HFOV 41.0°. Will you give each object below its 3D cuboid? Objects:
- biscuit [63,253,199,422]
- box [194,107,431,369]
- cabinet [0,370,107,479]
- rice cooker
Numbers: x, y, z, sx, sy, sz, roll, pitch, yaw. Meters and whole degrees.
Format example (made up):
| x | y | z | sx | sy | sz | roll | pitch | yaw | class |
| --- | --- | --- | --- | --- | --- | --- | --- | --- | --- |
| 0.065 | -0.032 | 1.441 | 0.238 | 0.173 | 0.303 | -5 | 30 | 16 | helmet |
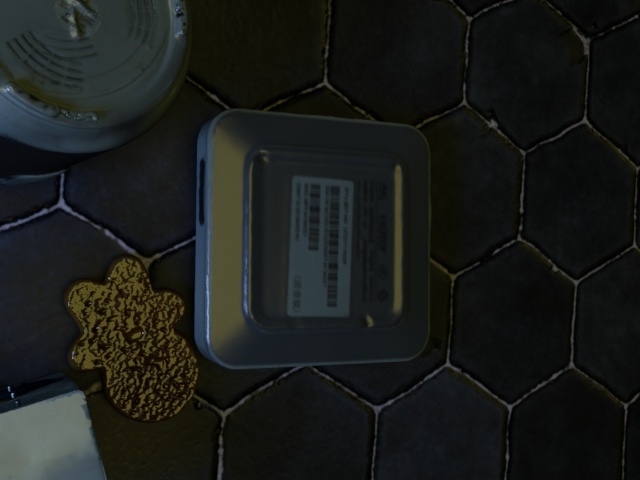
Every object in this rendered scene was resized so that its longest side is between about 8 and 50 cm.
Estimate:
| x | y | z | sx | sy | sz | roll | pitch | yaw | class |
| --- | --- | --- | --- | --- | --- | --- | --- | --- | --- |
| -0.259 | 0.143 | 1.192 | 0.179 | 0.039 | 0.236 | -29 | 100 | -25 | biscuit |
| 0.000 | 0.000 | 1.274 | 0.372 | 0.090 | 0.368 | 1 | 89 | -26 | box |
| -0.361 | 0.255 | 1.054 | 0.145 | 0.206 | 0.150 | -16 | 96 | -23 | cabinet |
| -0.351 | -0.239 | 1.007 | 0.335 | 0.325 | 0.335 | 3 | 84 | -38 | rice cooker |
